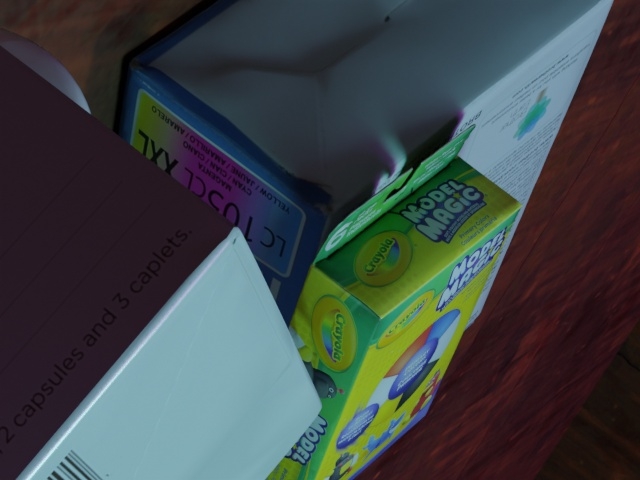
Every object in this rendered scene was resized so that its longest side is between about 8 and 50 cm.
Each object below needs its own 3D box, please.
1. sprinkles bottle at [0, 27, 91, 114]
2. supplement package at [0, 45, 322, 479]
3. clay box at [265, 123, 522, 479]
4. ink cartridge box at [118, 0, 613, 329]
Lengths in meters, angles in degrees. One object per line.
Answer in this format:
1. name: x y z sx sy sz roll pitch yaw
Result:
1. sprinkles bottle: -0.159 0.042 0.951 0.121 0.121 0.355 -45 162 -23
2. supplement package: -0.170 0.026 0.637 0.199 0.262 0.198 -50 163 -11
3. clay box: 0.033 0.048 1.081 0.127 0.053 0.222 -37 159 -38
4. ink cartridge box: 0.000 0.000 1.231 0.270 0.151 0.395 -38 157 -34
